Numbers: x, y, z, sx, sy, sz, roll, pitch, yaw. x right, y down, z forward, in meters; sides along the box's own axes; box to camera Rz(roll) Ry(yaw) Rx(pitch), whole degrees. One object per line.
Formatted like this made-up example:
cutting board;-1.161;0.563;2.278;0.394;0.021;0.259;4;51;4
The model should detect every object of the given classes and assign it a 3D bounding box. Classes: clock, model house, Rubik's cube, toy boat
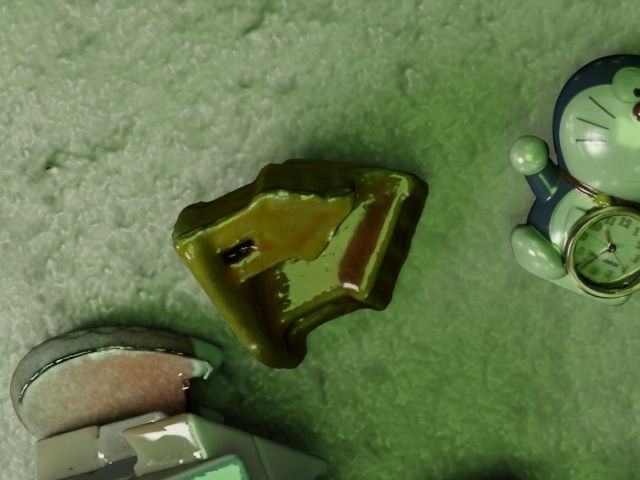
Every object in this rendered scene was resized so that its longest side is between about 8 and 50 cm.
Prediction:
clock;0.287;-0.071;1.749;0.199;0.146;0.243;21;107;-7
model house;0.000;0.003;1.749;0.239;0.268;0.173;-27;80;7
Rubik's cube;-0.151;0.362;1.735;0.358;0.368;0.387;-15;98;28
toy boat;-0.217;0.156;1.869;0.227;0.085;0.155;-1;119;-5
